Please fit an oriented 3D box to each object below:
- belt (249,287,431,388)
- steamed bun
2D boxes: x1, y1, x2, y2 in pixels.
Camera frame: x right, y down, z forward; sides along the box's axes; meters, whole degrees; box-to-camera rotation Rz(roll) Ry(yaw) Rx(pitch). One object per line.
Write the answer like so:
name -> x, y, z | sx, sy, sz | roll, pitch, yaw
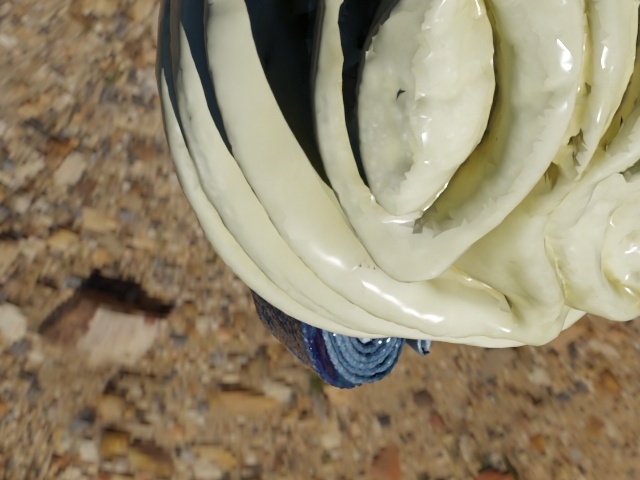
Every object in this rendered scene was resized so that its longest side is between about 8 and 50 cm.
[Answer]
belt -> 0.000, 0.000, 1.467 | 0.122, 0.128, 0.218 | -25, 130, -25
steamed bun -> 0.052, -0.099, 0.747 | 0.289, 0.203, 0.276 | -4, 81, 37
